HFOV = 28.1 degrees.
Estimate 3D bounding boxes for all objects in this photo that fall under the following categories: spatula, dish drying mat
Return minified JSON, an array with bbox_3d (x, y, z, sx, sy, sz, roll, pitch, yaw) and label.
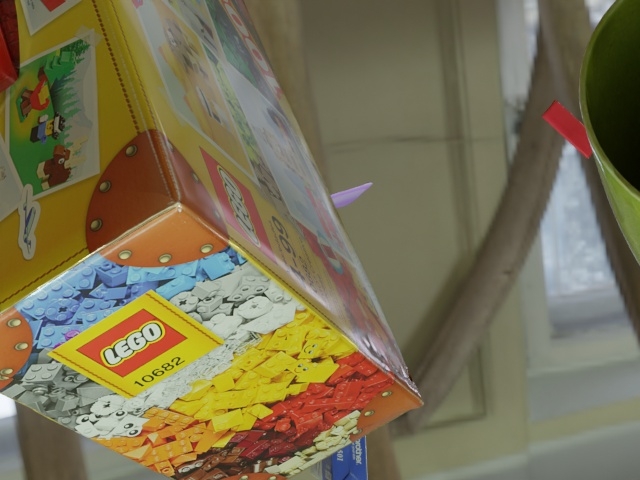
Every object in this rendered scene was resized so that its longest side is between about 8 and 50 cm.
[{"bbox_3d":[0.000,0.000,1.661,0.084,0.030,0.296,-18,156,-19],"label":"spatula"},{"bbox_3d":[0.330,-0.146,1.686,0.032,0.083,0.008,-50,-174,-18],"label":"dish drying mat"}]

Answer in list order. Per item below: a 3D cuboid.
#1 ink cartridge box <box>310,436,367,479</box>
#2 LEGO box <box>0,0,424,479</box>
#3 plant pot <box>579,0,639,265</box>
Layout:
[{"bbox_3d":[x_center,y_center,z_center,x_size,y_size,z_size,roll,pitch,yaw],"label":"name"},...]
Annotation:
[{"bbox_3d":[0.021,0.258,1.625,0.046,0.097,0.207,-2,176,-8],"label":"ink cartridge box"},{"bbox_3d":[-0.155,-0.085,1.017,0.193,0.372,0.500,-32,-126,11],"label":"LEGO box"},{"bbox_3d":[0.349,-0.035,0.998,0.275,0.293,0.274,-7,-123,11],"label":"plant pot"}]
